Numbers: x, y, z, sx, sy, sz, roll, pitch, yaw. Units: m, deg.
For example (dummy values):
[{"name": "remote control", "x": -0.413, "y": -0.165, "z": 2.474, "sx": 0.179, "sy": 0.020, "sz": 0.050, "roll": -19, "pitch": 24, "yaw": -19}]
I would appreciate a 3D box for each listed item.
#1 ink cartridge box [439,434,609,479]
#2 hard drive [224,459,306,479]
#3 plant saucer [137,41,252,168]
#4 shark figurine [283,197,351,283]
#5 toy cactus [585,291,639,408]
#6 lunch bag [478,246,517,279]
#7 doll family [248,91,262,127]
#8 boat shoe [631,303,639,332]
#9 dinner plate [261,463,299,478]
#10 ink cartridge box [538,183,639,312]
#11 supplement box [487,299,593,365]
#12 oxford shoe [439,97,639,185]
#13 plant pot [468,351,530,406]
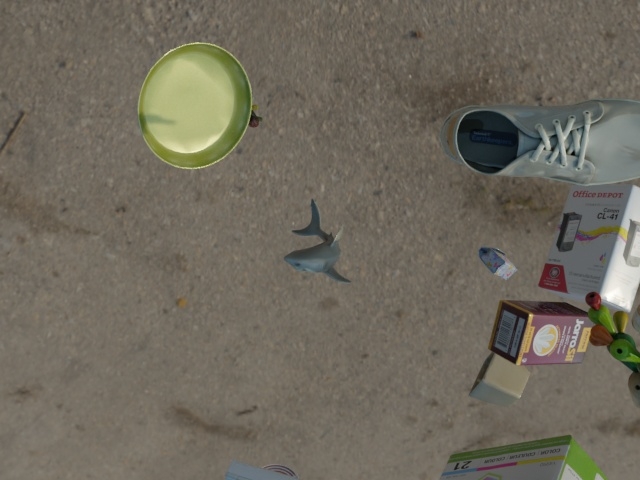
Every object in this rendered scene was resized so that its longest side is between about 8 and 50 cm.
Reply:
[{"name": "ink cartridge box", "x": 0.186, "y": 0.345, "z": 0.731, "sx": 0.097, "sy": 0.255, "sz": 0.189, "roll": 50, "pitch": 137, "yaw": -8}, {"name": "hard drive", "x": 0.024, "y": 0.418, "z": 1.036, "sx": 0.307, "sy": 0.040, "sz": 0.203, "roll": 1, "pitch": 141, "yaw": 39}, {"name": "plant saucer", "x": -0.242, "y": -0.257, "z": 1.314, "sx": 0.241, "sy": 0.037, "sz": 0.241, "roll": -18, "pitch": 122, "yaw": -32}, {"name": "shark figurine", "x": 0.018, "y": -0.002, "z": 1.605, "sx": 0.166, "sy": 0.278, "sz": 0.116, "roll": 22, "pitch": 112, "yaw": -4}, {"name": "toy cactus", "x": 0.453, "y": 0.171, "z": 0.941, "sx": 0.112, "sy": 0.219, "sz": 0.180, "roll": -42, "pitch": 141, "yaw": -14}, {"name": "lunch bag", "x": 0.439, "y": 0.050, "z": 1.721, "sx": 0.071, "sy": 0.083, "sz": 0.053, "roll": 24, "pitch": 112, "yaw": -44}, {"name": "doll family", "x": -0.205, "y": -0.301, "z": 1.511, "sx": 0.193, "sy": 0.111, "sz": 0.076, "roll": 0, "pitch": 131, "yaw": -35}, {"name": "boat shoe", "x": 0.571, "y": 0.141, "z": 1.064, "sx": 0.170, "sy": 0.063, "sz": 0.059, "roll": 20, "pitch": 152, "yaw": 28}, {"name": "dinner plate", "x": -0.121, "y": 0.643, "z": 1.784, "sx": 0.141, "sy": 0.141, "sz": 0.017, "roll": 0, "pitch": 129, "yaw": 0}, {"name": "ink cartridge box", "x": 0.735, "y": 0.013, "z": 1.819, "sx": 0.131, "sy": 0.226, "sz": 0.306, "roll": 20, "pitch": 86, "yaw": -24}, {"name": "supplement box", "x": 0.427, "y": 0.177, "z": 1.328, "sx": 0.188, "sy": 0.081, "sz": 0.104, "roll": 5, "pitch": 103, "yaw": -31}, {"name": "oxford shoe", "x": 0.447, "y": -0.185, "z": 1.298, "sx": 0.449, "sy": 0.130, "sz": 0.169, "roll": 5, "pitch": 103, "yaw": 14}, {"name": "plant pot", "x": 0.424, "y": 0.327, "z": 1.612, "sx": 0.096, "sy": 0.109, "sz": 0.109, "roll": 29, "pitch": 150, "yaw": 10}]
